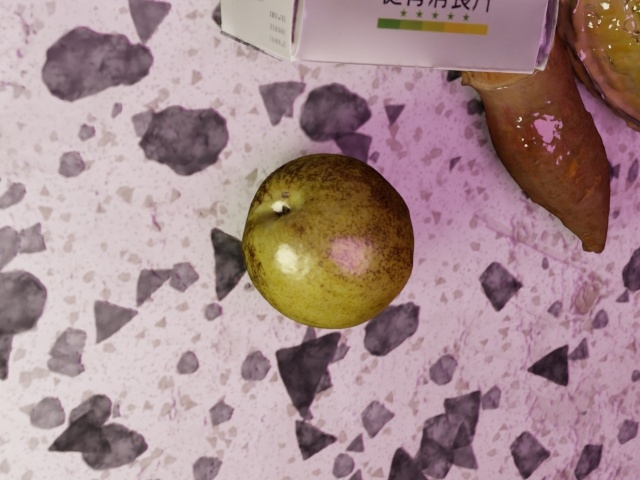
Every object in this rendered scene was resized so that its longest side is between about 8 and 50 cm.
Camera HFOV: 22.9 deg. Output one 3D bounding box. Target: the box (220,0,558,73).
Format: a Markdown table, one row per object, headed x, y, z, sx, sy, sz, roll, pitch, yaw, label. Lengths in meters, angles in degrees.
| x | y | z | sx | sy | sz | roll | pitch | yaw | label |
| --- | --- | --- | --- | --- | --- | --- | --- | --- | --- |
| 0.077 | -0.267 | 1.698 | 0.333 | 0.173 | 0.145 | -1 | 109 | -31 | box |

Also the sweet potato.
| x | y | z | sx | sy | sz | roll | pitch | yaw | label |
| --- | --- | --- | --- | --- | --- | --- | --- | --- | --- |
| 0.283 | -0.103 | 1.910 | 0.131 | 0.131 | 0.337 | -37 | 120 | -15 | sweet potato |

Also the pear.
| x | y | z | sx | sy | sz | roll | pitch | yaw | label |
| --- | --- | --- | --- | --- | --- | --- | --- | --- | --- |
| 0.000 | 0.000 | 1.738 | 0.197 | 0.197 | 0.197 | -10 | 111 | -28 | pear |

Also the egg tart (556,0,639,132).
| x | y | z | sx | sy | sz | roll | pitch | yaw | label |
| --- | --- | --- | --- | --- | --- | --- | --- | --- | --- |
| 0.488 | -0.327 | 1.920 | 0.443 | 0.178 | 0.443 | -11 | 113 | -28 | egg tart |
